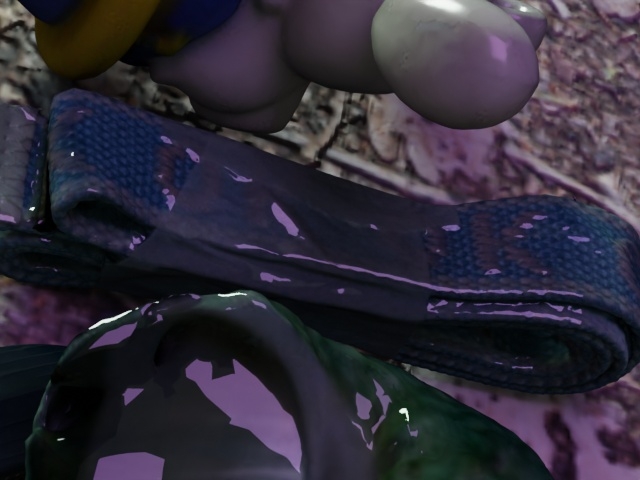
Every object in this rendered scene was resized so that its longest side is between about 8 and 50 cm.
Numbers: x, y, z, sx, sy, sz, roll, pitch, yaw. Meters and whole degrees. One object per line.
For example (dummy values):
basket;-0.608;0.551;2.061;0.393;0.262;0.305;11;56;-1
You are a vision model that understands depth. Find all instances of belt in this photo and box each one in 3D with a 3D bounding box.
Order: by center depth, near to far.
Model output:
belt;0.000;0.000;0.846;0.302;0.087;0.072;13;60;-15

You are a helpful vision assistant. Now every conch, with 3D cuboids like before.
conch;-0.001;0.125;0.742;0.196;0.134;0.202;-17;68;-11

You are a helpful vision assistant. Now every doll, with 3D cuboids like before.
doll;-0.029;-0.106;0.836;0.242;0.159;0.311;31;10;-28

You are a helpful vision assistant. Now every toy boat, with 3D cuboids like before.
toy boat;-0.129;0.072;0.766;0.141;0.060;0.055;-14;66;-39
